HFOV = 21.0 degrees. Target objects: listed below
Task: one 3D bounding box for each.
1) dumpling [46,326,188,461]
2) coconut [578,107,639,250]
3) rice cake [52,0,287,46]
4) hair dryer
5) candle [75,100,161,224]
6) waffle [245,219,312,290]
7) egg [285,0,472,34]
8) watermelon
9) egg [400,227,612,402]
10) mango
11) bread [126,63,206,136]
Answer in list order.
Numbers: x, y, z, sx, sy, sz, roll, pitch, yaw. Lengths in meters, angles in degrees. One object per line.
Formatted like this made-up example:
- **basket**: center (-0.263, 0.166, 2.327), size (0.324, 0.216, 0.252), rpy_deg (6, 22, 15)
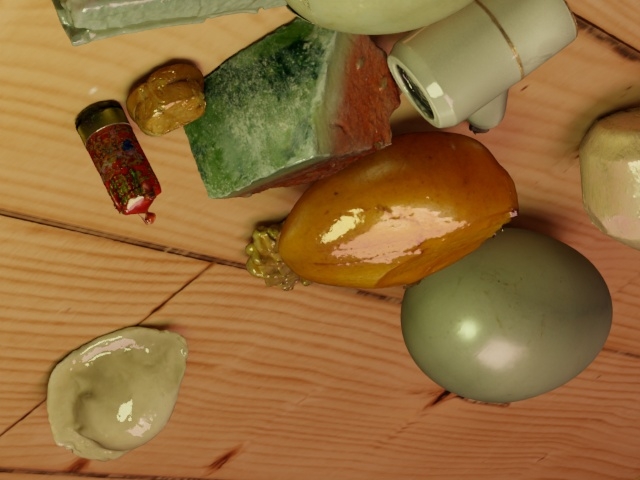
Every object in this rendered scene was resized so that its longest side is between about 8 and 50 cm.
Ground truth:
- **dumpling**: center (-0.255, 0.181, 2.123), size (0.155, 0.181, 0.111), rpy_deg (28, 166, -26)
- **coconut**: center (0.402, -0.070, 2.151), size (0.170, 0.171, 0.183), rpy_deg (-16, 112, -22)
- **rice cake**: center (-0.073, -0.235, 1.529), size (0.336, 0.066, 0.063), rpy_deg (-13, 160, -25)
- **hair dryer**: center (0.171, -0.163, 1.862), size (0.173, 0.107, 0.357), rpy_deg (-35, 165, -6)
- **candle**: center (-0.189, -0.069, 1.656), size (0.052, 0.131, 0.052), rpy_deg (-23, 157, -10)
- **waffle**: center (0.000, 0.000, 2.070), size (0.192, 0.046, 0.161), rpy_deg (-23, 155, -9)
- **egg**: center (0.070, -0.273, 1.444), size (0.253, 0.187, 0.186), rpy_deg (-31, 155, 11)
- **watermelon**: center (0.002, -0.124, 1.779), size (0.193, 0.140, 0.256), rpy_deg (-28, 164, 23)
- **egg**: center (0.253, 0.097, 2.283), size (0.230, 0.230, 0.371), rpy_deg (-42, 156, 30)
- **mango**: center (0.073, -0.031, 1.930), size (0.257, 0.138, 0.187), rpy_deg (-8, 144, -28)
- **bread**: center (-0.148, -0.135, 1.672), size (0.083, 0.046, 0.081), rpy_deg (-43, 156, 27)
